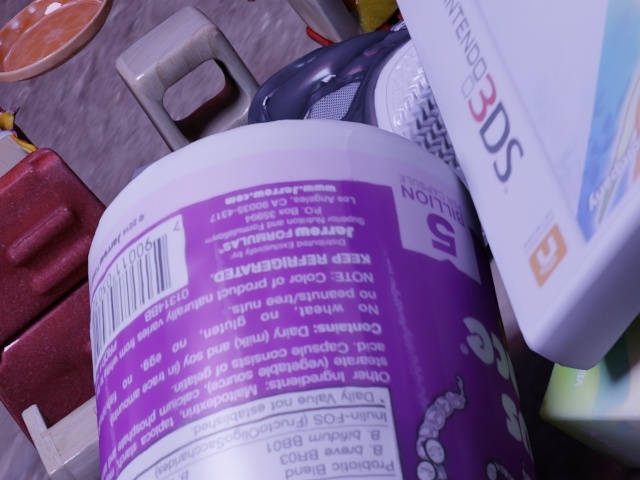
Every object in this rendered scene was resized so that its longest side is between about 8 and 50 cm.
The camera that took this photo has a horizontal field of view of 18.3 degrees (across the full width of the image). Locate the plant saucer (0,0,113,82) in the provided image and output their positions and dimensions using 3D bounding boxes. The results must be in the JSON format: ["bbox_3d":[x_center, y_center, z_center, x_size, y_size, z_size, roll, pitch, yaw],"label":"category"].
[{"bbox_3d":[-0.152,-0.117,1.119,0.083,0.013,0.083,-24,33,16],"label":"plant saucer"}]

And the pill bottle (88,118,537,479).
[{"bbox_3d":[0.003,0.117,0.750,0.169,0.169,0.302,-38,46,35],"label":"pill bottle"}]

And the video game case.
[{"bbox_3d":[0.144,-0.162,0.761,0.329,0.036,0.300,-55,28,27],"label":"video game case"}]

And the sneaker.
[{"bbox_3d":[0.000,0.000,0.986,0.269,0.101,0.153,-54,25,-5],"label":"sneaker"}]

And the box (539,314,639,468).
[{"bbox_3d":[0.226,-0.034,0.674,0.322,0.058,0.232,-11,52,58],"label":"box"}]

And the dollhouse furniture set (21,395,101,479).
[{"bbox_3d":[-0.109,0.163,0.994,0.183,0.129,0.129,-36,27,-4],"label":"dollhouse furniture set"}]

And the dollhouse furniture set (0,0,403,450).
[{"bbox_3d":[-0.084,-0.070,1.155,0.374,0.152,0.201,-39,31,-7],"label":"dollhouse furniture set"}]

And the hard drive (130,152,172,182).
[{"bbox_3d":[-0.107,0.008,1.242,0.094,0.022,0.135,-19,47,52],"label":"hard drive"}]
